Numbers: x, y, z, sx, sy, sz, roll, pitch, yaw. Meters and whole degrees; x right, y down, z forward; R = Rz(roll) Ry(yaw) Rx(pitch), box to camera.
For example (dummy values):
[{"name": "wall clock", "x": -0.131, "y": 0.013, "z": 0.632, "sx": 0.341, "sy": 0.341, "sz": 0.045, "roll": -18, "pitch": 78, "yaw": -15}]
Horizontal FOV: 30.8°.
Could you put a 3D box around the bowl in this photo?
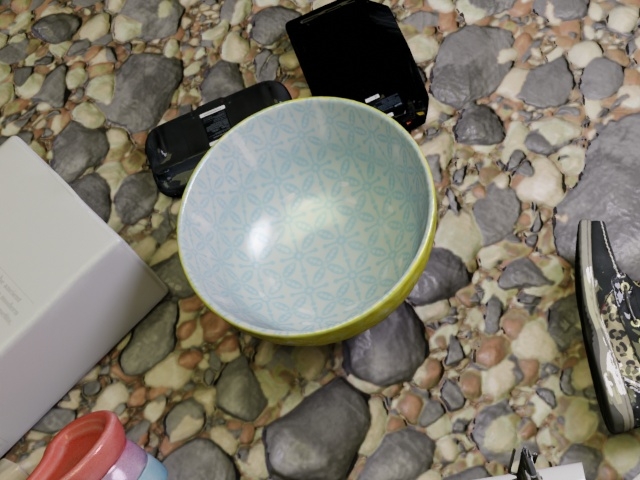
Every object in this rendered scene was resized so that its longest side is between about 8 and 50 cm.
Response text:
[{"name": "bowl", "x": 0.000, "y": 0.000, "z": 1.305, "sx": 0.290, "sy": 0.156, "sz": 0.289, "roll": -7, "pitch": 63, "yaw": 14}]

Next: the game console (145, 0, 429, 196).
[{"name": "game console", "x": -0.055, "y": -0.173, "z": 1.475, "sx": 0.361, "sy": 0.044, "sz": 0.213, "roll": -22, "pitch": 59, "yaw": 4}]

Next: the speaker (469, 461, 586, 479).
[{"name": "speaker", "x": 0.204, "y": 0.261, "z": 1.173, "sx": 0.136, "sy": 0.055, "sz": 0.055, "roll": -12, "pitch": 62, "yaw": 11}]

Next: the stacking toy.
[{"name": "stacking toy", "x": -0.302, "y": 0.337, "z": 1.210, "sx": 0.280, "sy": 0.130, "sz": 0.309, "roll": -24, "pitch": 22, "yaw": 45}]

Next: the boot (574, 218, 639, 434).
[{"name": "boot", "x": 0.363, "y": 0.078, "z": 1.207, "sx": 0.179, "sy": 0.085, "sz": 0.236, "roll": -8, "pitch": 62, "yaw": 7}]

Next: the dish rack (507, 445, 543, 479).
[{"name": "dish rack", "x": 0.176, "y": 0.317, "z": 1.031, "sx": 0.074, "sy": 0.271, "sz": 0.208, "roll": -12, "pitch": 55, "yaw": -5}]

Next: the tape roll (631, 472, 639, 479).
[{"name": "tape roll", "x": 0.414, "y": 0.311, "z": 0.978, "sx": 0.392, "sy": 0.072, "sz": 0.392, "roll": -16, "pitch": 32, "yaw": 10}]

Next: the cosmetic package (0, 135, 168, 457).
[{"name": "cosmetic package", "x": -0.431, "y": 0.123, "z": 1.366, "sx": 0.453, "sy": 0.161, "sz": 0.230, "roll": -45, "pitch": 61, "yaw": -8}]
